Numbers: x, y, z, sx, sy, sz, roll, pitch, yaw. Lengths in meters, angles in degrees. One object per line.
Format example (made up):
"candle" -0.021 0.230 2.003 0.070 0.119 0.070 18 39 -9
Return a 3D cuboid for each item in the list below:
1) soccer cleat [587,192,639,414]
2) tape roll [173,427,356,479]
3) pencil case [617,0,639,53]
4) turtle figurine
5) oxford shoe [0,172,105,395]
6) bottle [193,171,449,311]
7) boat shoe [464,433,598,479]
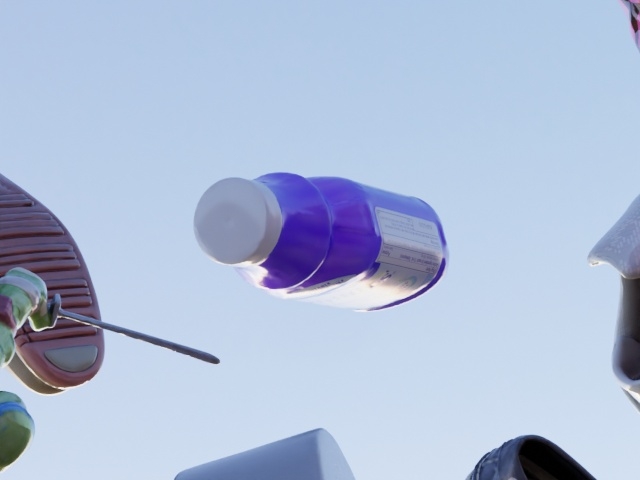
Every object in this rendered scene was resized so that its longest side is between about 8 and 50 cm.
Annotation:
"soccer cleat" 0.277 0.110 1.431 0.143 0.116 0.331 -35 -64 -29
"tape roll" 0.001 0.199 0.889 0.072 0.219 0.219 -18 -34 6
"pencil case" 0.224 -0.129 1.212 0.095 0.209 0.098 -15 -7 -18
"turtle figurine" -0.270 0.102 1.321 0.274 0.266 0.198 5 -66 -61
"oxford shoe" -0.338 0.011 1.821 0.140 0.397 0.146 2 -47 -50
"bottle" 0.000 0.000 1.562 0.118 0.092 0.283 -20 -15 24
"boat shoe" 0.164 0.190 1.073 0.075 0.206 0.065 -35 -16 -36
